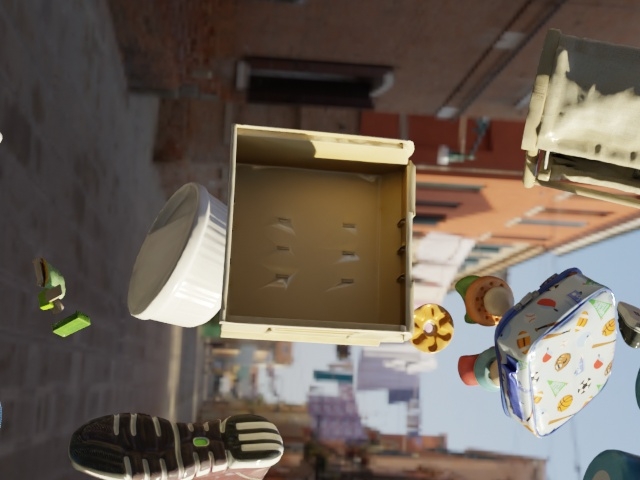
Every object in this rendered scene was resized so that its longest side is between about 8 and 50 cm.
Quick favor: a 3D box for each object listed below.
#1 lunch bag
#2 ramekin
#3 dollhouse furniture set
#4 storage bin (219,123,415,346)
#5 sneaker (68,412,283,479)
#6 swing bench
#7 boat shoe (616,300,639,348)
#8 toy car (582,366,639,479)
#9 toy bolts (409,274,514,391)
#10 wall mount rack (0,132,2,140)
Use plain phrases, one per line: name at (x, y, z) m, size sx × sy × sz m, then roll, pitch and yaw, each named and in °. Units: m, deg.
lunch bag at (0.422, 0.205, 1.858) m, size 0.115 × 0.243 × 0.303 m, roll 38°, pitch -26°, yaw 44°
ramekin at (-0.243, 0.037, 1.914) m, size 0.273 × 0.127 × 0.273 m, roll -46°, pitch -150°, yaw 36°
dollhouse furniture set at (-0.460, 0.091, 1.824) m, size 0.076 × 0.058 × 0.152 m, roll 44°, pitch 22°, yaw -56°
storage bin at (0.000, 0.000, 1.358) m, size 0.123 × 0.260 × 0.262 m, roll 120°, pitch -27°, yaw -72°
sneaker at (-0.198, 0.317, 1.368) m, size 0.106 × 0.281 × 0.163 m, roll -103°, pitch -157°, yaw -45°
swing bench at (0.420, -0.154, 1.417) m, size 0.255 × 0.253 × 0.165 m, roll 47°, pitch 58°, yaw -73°
boat shoe at (0.454, 0.122, 1.494) m, size 0.142 × 0.049 × 0.040 m, roll -35°, pitch 147°, yaw -76°
toy car at (0.377, 0.225, 0.825) m, size 0.238 × 0.219 × 0.210 m, roll -120°, pitch -129°, yaw -68°
toy bolts at (0.305, 0.201, 2.034) m, size 0.158 × 0.218 × 0.229 m, roll 178°, pitch -109°, yaw -76°
wall mount rack at (-0.468, -0.162, 0.897) m, size 0.130 × 0.304 × 0.350 m, roll 45°, pitch -33°, yaw 47°
